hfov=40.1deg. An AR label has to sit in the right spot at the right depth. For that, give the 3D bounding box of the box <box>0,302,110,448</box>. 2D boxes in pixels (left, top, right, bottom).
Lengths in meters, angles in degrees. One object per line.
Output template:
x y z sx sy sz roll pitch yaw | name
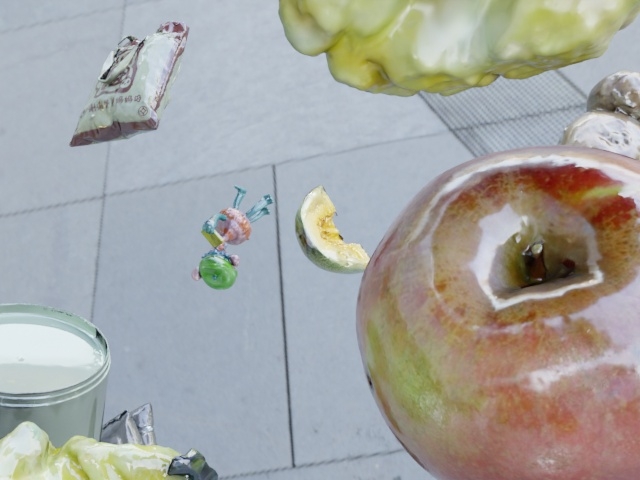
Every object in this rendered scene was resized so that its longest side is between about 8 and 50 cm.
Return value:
-0.396 0.199 1.147 0.226 0.149 0.226 11 22 -4 | box

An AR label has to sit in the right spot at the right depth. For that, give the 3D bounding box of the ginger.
0.396 -0.075 1.213 0.155 0.304 0.244 14 37 17 | ginger

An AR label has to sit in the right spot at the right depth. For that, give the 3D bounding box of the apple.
0.203 0.079 0.792 0.348 0.277 0.349 -12 47 13 | apple

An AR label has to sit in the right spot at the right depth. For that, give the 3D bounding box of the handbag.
-0.334 -0.274 1.572 0.213 0.127 0.235 -8 52 38 | handbag

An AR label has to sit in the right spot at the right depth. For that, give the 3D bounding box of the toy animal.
-0.155 -0.014 1.489 0.100 0.103 0.208 1 42 29 | toy animal

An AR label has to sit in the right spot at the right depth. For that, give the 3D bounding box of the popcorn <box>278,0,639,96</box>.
0.103 -0.275 0.684 0.293 0.334 0.292 -38 28 40 | popcorn

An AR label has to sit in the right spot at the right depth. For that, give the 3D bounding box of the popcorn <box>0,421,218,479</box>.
-0.286 0.310 0.846 0.237 0.293 0.293 9 51 46 | popcorn

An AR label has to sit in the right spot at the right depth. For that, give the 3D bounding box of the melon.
0.000 0.000 1.358 0.079 0.128 0.160 -40 75 31 | melon

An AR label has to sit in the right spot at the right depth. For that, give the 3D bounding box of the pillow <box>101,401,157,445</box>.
-0.327 0.460 1.481 0.228 0.101 0.326 -27 89 16 | pillow
